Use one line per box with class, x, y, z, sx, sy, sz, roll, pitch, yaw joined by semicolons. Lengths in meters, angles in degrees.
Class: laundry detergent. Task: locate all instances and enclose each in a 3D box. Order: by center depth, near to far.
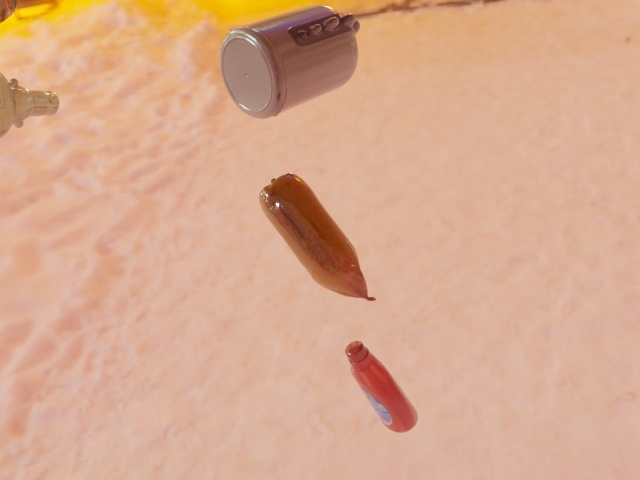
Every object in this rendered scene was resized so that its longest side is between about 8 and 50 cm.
laundry detergent;0.078;0.202;1.379;0.049;0.165;0.097;-41;34;-14

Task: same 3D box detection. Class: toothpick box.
toothpick box;-0.046;-0.423;2.182;0.316;0.229;0.229;-27;30;-35

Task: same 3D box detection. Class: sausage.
sausage;-0.003;0.005;1.976;0.112;0.112;0.328;-28;74;-35

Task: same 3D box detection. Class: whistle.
whistle;-0.526;-0.227;1.598;0.067;0.126;0.258;-1;7;22

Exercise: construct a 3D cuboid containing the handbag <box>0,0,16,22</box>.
handbag;-0.729;-0.403;1.552;0.401;0.283;0.133;-24;25;5
